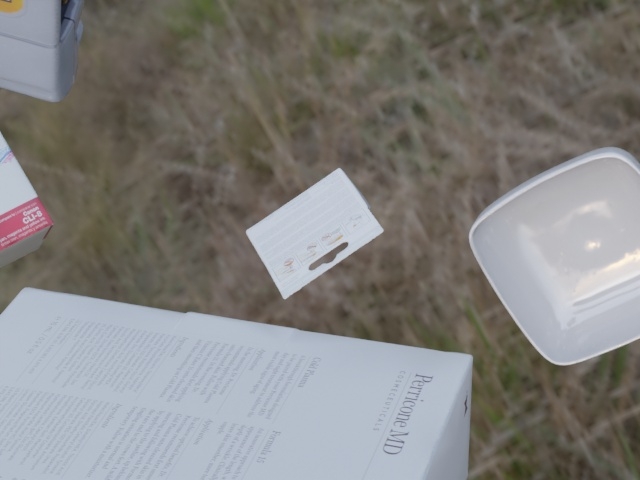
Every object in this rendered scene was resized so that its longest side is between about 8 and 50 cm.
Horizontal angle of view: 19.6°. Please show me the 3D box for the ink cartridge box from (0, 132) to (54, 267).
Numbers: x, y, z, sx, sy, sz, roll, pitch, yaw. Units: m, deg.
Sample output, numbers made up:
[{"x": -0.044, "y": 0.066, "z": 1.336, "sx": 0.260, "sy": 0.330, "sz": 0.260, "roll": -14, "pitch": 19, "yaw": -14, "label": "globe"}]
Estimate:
[{"x": -0.423, "y": -0.052, "z": 2.214, "sx": 0.127, "sy": 0.176, "sz": 0.128, "roll": -29, "pitch": -4, "yaw": -22, "label": "ink cartridge box"}]

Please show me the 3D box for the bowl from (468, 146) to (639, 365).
[{"x": 0.195, "y": 0.005, "z": 1.343, "sx": 0.142, "sy": 0.142, "sz": 0.053, "roll": -28, "pitch": 17, "yaw": 23, "label": "bowl"}]

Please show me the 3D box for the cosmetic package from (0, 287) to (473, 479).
[{"x": -0.096, "y": 0.168, "z": 0.963, "sx": 0.284, "sy": 0.097, "sz": 0.377, "roll": 6, "pitch": 29, "yaw": 15, "label": "cosmetic package"}]

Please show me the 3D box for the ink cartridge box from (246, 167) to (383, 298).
[{"x": 0.000, "y": 0.000, "z": 2.216, "sx": 0.145, "sy": 0.045, "sz": 0.179, "roll": -34, "pitch": 34, "yaw": 1, "label": "ink cartridge box"}]

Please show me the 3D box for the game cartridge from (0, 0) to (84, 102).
[{"x": -0.204, "y": -0.183, "z": 0.839, "sx": 0.198, "sy": 0.297, "sz": 0.062, "roll": 12, "pitch": 57, "yaw": 0, "label": "game cartridge"}]
